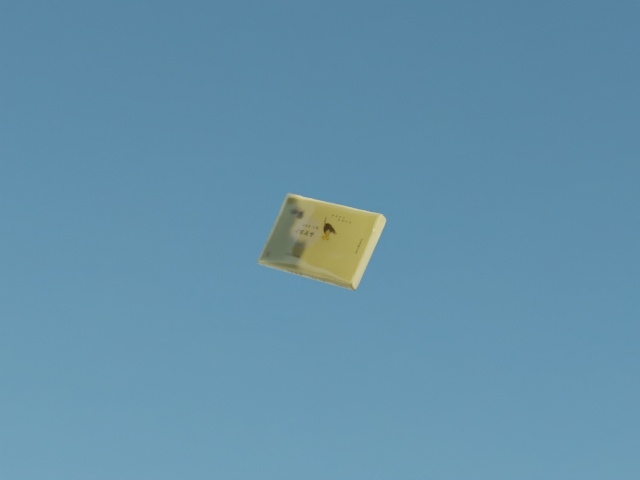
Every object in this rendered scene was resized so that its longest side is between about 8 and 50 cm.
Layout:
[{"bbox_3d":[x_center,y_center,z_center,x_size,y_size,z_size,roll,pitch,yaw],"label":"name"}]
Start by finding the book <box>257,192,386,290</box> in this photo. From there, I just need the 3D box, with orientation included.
[{"bbox_3d":[0.000,0.000,1.369,0.111,0.077,0.014,14,-19,31],"label":"book"}]
